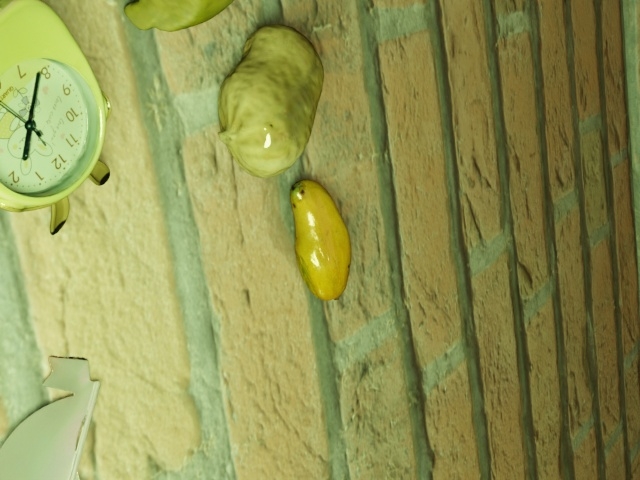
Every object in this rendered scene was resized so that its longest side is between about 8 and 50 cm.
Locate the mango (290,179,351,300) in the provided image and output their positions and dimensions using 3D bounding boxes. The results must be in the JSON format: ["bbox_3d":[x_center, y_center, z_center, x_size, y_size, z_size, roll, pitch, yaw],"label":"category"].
[{"bbox_3d":[0.000,0.000,1.213,0.098,0.075,0.190,-31,109,-55],"label":"mango"}]

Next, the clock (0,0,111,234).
[{"bbox_3d":[-0.284,-0.106,0.803,0.170,0.069,0.232,-55,141,-27],"label":"clock"}]

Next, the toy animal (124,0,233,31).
[{"bbox_3d":[-0.127,-0.402,0.949,0.181,0.181,0.362,60,39,-45],"label":"toy animal"}]

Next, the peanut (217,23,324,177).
[{"bbox_3d":[-0.066,-0.185,1.074,0.129,0.129,0.224,50,44,-43],"label":"peanut"}]

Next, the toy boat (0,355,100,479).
[{"bbox_3d":[-0.297,0.280,0.822,0.219,0.072,0.318,3,86,-57],"label":"toy boat"}]
